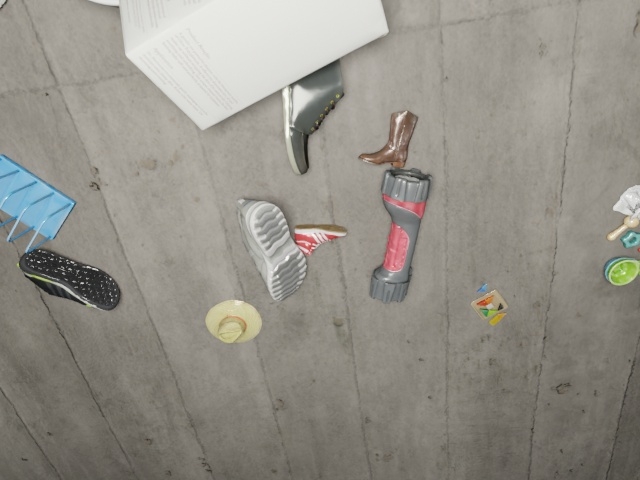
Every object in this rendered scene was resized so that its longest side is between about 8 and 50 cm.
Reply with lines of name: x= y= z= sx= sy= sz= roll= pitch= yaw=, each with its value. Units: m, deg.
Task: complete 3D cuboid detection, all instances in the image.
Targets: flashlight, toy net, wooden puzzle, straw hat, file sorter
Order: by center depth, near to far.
file sorter: x=-0.647 y=-0.073 z=0.846 sx=0.170 sy=0.104 sz=0.118 roll=37 pitch=109 yaw=-15
flashlight: x=0.165 y=-0.003 z=0.881 sx=0.103 sy=0.103 sz=0.303 roll=19 pitch=118 yaw=21
toy net: x=0.715 y=-0.010 z=0.903 sx=0.122 sy=0.045 sz=0.232 roll=-6 pitch=115 yaw=3
wooden puzzle: x=0.425 y=0.163 z=1.004 sx=0.116 sy=0.014 sz=0.078 roll=41 pitch=109 yaw=-17
straw hat: x=-0.224 y=0.224 z=1.009 sx=0.145 sy=0.061 sz=0.144 roll=0 pitch=115 yaw=1

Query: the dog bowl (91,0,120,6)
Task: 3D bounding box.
dog bowl: x=-0.328 y=-0.518 z=0.633 sx=0.265 sy=0.104 sz=0.264 roll=0 pitch=116 yaw=1

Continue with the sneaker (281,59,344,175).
sneaker: x=-0.010 y=-0.237 z=0.777 sx=0.118 sy=0.083 sz=0.221 roll=-3 pitch=114 yaw=1

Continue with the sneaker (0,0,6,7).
sneaker: x=-0.541 y=-0.507 z=0.626 sx=0.111 sy=0.129 sz=0.297 roll=29 pitch=111 yaw=-11

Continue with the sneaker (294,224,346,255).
sneaker: x=0.000 y=0.000 z=0.912 sx=0.119 sy=0.042 sz=0.066 roll=3 pitch=112 yaw=7

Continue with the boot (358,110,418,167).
boot: x=0.137 y=-0.211 z=0.815 sx=0.107 sy=0.037 sz=0.114 roll=3 pitch=118 yaw=-13

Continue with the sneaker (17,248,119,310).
sneaker: x=-0.595 y=0.100 z=0.957 sx=0.235 sy=0.084 sz=0.097 roll=33 pitch=135 yaw=-13

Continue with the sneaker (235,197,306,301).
sneaker: x=-0.111 y=0.017 z=0.903 sx=0.105 sy=0.115 sz=0.281 roll=-32 pitch=133 yaw=-26

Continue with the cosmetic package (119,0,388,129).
cosmetic package: x=-0.101 y=-0.357 z=0.639 sx=0.366 sy=0.155 sz=0.197 roll=-24 pitch=153 yaw=9
